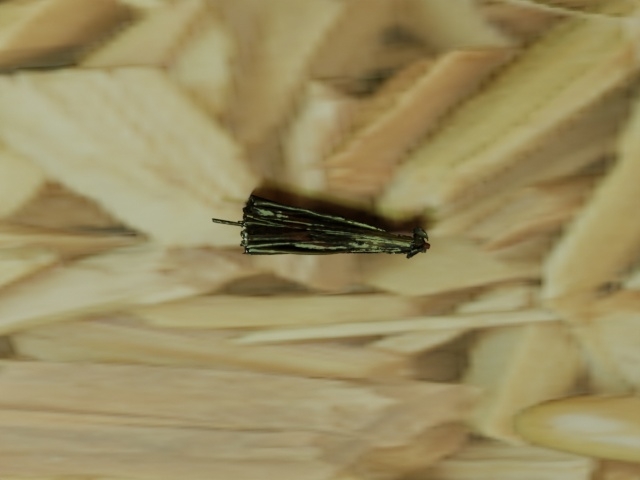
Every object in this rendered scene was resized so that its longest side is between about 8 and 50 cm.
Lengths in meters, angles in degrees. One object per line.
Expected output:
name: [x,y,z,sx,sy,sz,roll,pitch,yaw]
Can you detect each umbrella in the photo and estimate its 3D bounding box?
umbrella: [0.000,-0.002,0.570,0.083,0.020,0.031,2,137,-7]
